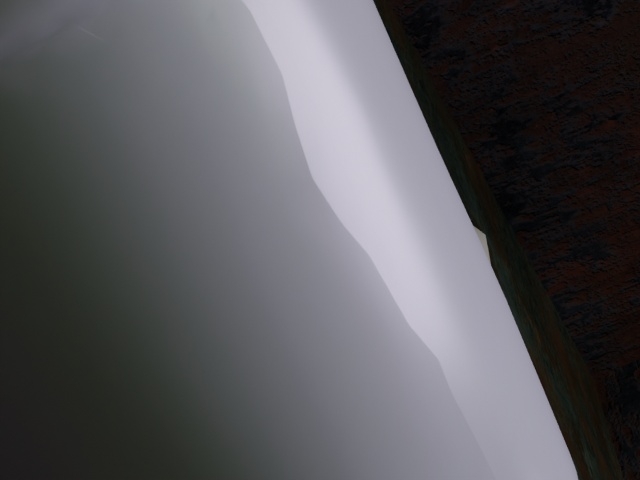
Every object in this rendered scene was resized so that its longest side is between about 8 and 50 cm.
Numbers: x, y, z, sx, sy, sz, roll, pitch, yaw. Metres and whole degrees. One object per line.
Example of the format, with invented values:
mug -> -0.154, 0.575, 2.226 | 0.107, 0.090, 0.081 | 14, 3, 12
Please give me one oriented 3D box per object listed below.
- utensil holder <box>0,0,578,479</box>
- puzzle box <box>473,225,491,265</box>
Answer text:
utensil holder -> -0.089, 0.020, 0.730 | 0.328, 0.327, 0.385 | -86, 152, -63
puzzle box -> 0.000, 0.000, 1.343 | 0.409, 0.052, 0.272 | 33, 33, -28
